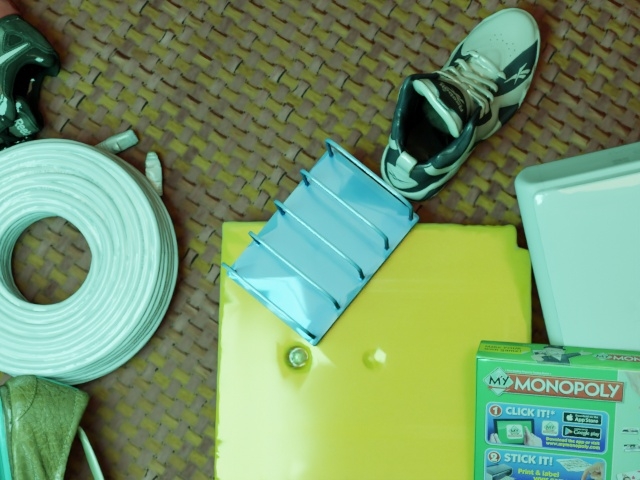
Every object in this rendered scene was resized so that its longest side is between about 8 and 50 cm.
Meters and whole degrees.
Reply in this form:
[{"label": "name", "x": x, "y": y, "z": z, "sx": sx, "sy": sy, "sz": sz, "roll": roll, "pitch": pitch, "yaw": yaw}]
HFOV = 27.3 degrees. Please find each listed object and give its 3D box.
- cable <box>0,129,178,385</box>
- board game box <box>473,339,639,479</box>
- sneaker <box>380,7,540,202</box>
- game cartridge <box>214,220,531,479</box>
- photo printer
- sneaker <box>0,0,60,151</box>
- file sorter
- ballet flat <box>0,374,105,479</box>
[{"label": "cable", "x": -0.277, "y": 0.022, "z": 1.375, "sx": 0.257, "sy": 0.089, "sz": 0.257, "roll": -15, "pitch": 82, "yaw": 3}, {"label": "board game box", "x": 0.303, "y": 0.209, "z": 1.233, "sx": 0.317, "sy": 0.046, "sz": 0.213, "roll": 4, "pitch": 108, "yaw": 13}, {"label": "sneaker", "x": 0.145, "y": -0.149, "z": 1.328, "sx": 0.094, "sy": 0.153, "sz": 0.235, "roll": 44, "pitch": 89, "yaw": 7}, {"label": "game cartridge", "x": 0.055, "y": 0.123, "z": 1.358, "sx": 0.324, "sy": 0.052, "sz": 0.285, "roll": 1, "pitch": 83, "yaw": 3}, {"label": "photo printer", "x": 0.341, "y": 0.054, "z": 1.263, "sx": 0.256, "sy": 0.107, "sz": 0.307, "roll": -12, "pitch": 108, "yaw": 8}, {"label": "sneaker", "x": -0.375, "y": -0.123, "z": 1.398, "sx": 0.135, "sy": 0.097, "sz": 0.276, "roll": 33, "pitch": 85, "yaw": 10}, {"label": "file sorter", "x": 0.000, "y": 0.000, "z": 1.300, "sx": 0.118, "sy": 0.104, "sz": 0.170, "roll": 39, "pitch": 86, "yaw": 7}, {"label": "ballet flat", "x": -0.271, "y": 0.304, "z": 1.330, "sx": 0.124, "sy": 0.116, "sz": 0.342, "roll": -1, "pitch": 91, "yaw": -23}]
